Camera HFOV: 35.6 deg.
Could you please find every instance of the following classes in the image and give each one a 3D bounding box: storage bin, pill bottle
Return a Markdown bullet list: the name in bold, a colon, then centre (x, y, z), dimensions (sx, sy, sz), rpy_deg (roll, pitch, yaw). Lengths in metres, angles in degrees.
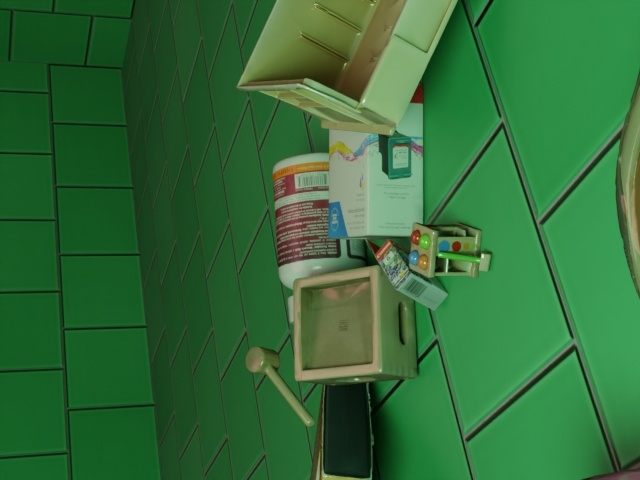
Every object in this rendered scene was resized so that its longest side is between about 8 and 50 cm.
- **storage bin**: centre (0.046, -0.260, 1.095), dimensions (0.262, 0.123, 0.260), rpy_deg (-65, 21, -1)
- **pill bottle**: centre (0.000, 0.000, 1.363), dimensions (0.121, 0.121, 0.221), rpy_deg (150, 118, -68)

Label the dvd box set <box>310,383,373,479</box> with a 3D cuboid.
- **dvd box set**: centre (0.009, 0.402, 1.295), dimensions (0.308, 0.062, 0.421), rpy_deg (-88, 4, -71)

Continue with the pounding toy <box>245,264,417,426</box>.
- **pounding toy**: centre (0.013, 0.140, 1.233), dimensions (0.206, 0.094, 0.181), rpy_deg (-11, 73, 35)

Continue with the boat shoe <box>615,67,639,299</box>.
- **boat shoe**: centre (0.267, -0.082, 0.621), dimensions (0.120, 0.122, 0.324), rpy_deg (-179, 88, -67)

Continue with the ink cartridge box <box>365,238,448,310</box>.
- **ink cartridge box**: centre (0.099, 0.030, 1.166), dimensions (0.029, 0.062, 0.115), rpy_deg (-51, 33, 15)

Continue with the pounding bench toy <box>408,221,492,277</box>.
- **pounding bench toy**: centre (0.136, 0.013, 1.063), dimensions (0.083, 0.065, 0.052), rpy_deg (-151, 63, -67)

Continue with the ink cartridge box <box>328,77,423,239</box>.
- **ink cartridge box**: centre (0.067, -0.118, 1.238), dimensions (0.134, 0.078, 0.231), rpy_deg (174, 96, -69)

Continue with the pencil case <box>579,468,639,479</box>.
- **pencil case**: centre (0.237, 0.339, 0.649), dimensions (0.160, 0.167, 0.386), rpy_deg (77, -173, -76)
